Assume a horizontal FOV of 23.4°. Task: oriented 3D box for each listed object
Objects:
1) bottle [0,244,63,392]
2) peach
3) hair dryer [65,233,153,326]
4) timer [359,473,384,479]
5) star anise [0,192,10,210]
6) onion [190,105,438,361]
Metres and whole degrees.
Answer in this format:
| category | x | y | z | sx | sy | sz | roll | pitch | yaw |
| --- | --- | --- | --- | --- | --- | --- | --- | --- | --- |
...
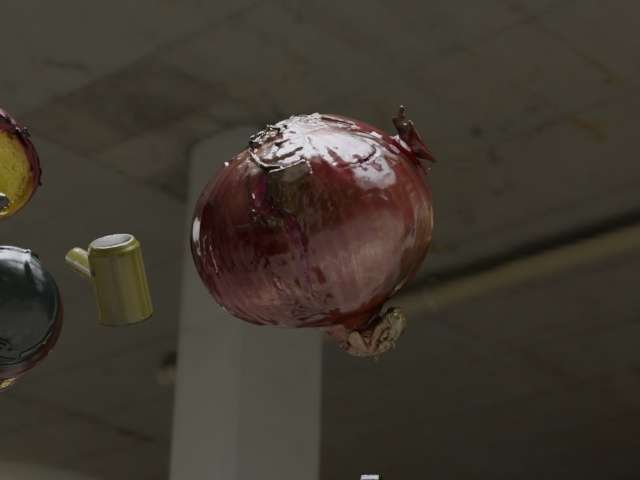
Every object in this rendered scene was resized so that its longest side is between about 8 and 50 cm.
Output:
| category | x | y | z | sx | sy | sz | roll | pitch | yaw |
| --- | --- | --- | --- | --- | --- | --- | --- | --- | --- |
| bottle | -0.336 | 0.083 | 1.582 | 0.144 | 0.144 | 0.336 | 9 | -11 | -17 |
| peach | -0.516 | -0.118 | 2.227 | 0.226 | 0.190 | 0.196 | 24 | -48 | 12 |
| hair dryer | -0.371 | 0.045 | 2.591 | 0.090 | 0.135 | 0.278 | -17 | 19 | -23 |
| timer | 0.077 | 0.445 | 2.247 | 0.055 | 0.187 | 0.144 | -3 | -25 | 12 |
| star anise | -0.458 | -0.029 | 1.847 | 0.209 | 0.231 | 0.089 | -30 | -42 | 22 |
| onion | 0.000 | -0.032 | 2.087 | 0.353 | 0.354 | 0.353 | 1 | -24 | 1 |
